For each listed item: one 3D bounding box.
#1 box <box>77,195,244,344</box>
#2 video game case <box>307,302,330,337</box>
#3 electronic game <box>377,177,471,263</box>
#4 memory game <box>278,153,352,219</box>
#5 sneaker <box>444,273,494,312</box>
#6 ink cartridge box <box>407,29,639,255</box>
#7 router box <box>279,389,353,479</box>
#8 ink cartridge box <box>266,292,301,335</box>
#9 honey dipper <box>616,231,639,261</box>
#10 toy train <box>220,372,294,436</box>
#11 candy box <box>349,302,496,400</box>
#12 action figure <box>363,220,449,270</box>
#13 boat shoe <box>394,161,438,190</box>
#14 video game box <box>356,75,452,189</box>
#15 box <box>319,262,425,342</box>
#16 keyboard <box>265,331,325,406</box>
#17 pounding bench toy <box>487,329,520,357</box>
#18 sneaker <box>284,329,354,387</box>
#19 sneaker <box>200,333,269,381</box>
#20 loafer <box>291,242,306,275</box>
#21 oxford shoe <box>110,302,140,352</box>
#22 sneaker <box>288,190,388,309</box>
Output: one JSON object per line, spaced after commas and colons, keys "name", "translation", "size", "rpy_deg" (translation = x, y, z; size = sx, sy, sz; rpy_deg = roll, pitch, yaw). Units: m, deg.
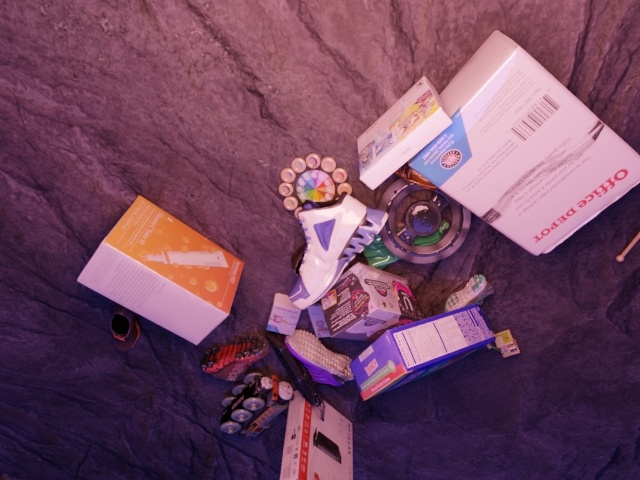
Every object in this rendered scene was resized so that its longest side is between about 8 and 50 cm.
{"name": "box", "translation": [-0.407, 0.082, 1.156], "size": [0.345, 0.215, 0.168], "rpy_deg": [36, 121, -21]}
{"name": "video game case", "translation": [0.049, 0.248, 1.368], "size": [0.157, 0.019, 0.143], "rpy_deg": [-8, 125, 10]}
{"name": "electronic game", "translation": [0.252, -0.055, 1.068], "size": [0.228, 0.048, 0.230], "rpy_deg": [2, 100, 9]}
{"name": "memory game", "translation": [-0.013, -0.125, 1.079], "size": [0.185, 0.012, 0.186], "rpy_deg": [3, 116, 7]}
{"name": "sneaker", "translation": [0.435, 0.173, 1.260], "size": [0.076, 0.065, 0.166], "rpy_deg": [28, 125, -20]}
{"name": "ink cartridge box", "translation": [0.422, -0.189, 0.925], "size": [0.394, 0.166, 0.285], "rpy_deg": [31, 123, -17]}
{"name": "router box", "translation": [-0.002, 0.750, 1.550], "size": [0.082, 0.336, 0.301], "rpy_deg": [-30, 120, 24]}
{"name": "ink cartridge box", "translation": [-0.113, 0.231, 1.347], "size": [0.088, 0.052, 0.123], "rpy_deg": [14, 125, -6]}
{"name": "honey dipper", "translation": [0.819, -0.005, 1.118], "size": [0.030, 0.031, 0.161], "rpy_deg": [10, 128, -3]}
{"name": "toy train", "translation": [-0.238, 0.608, 1.595], "size": [0.190, 0.142, 0.334], "rpy_deg": [23, 124, -27]}
{"name": "candy box", "translation": [0.276, 0.310, 1.208], "size": [0.316, 0.122, 0.268], "rpy_deg": [-10, 152, -26]}
{"name": "action figure", "translation": [0.226, -0.002, 1.143], "size": [0.232, 0.064, 0.137], "rpy_deg": [-18, 122, 14]}
{"name": "boat shoe", "translation": [0.203, -0.170, 0.998], "size": [0.177, 0.060, 0.064], "rpy_deg": [30, 107, 5]}
{"name": "video game box", "translation": [0.164, -0.227, 0.903], "size": [0.048, 0.187, 0.205], "rpy_deg": [38, 121, -22]}
{"name": "box", "translation": [0.142, 0.179, 1.175], "size": [0.163, 0.142, 0.247], "rpy_deg": [-37, 145, 27]}
{"name": "keyboard", "translation": [-0.079, 0.450, 1.442], "size": [0.033, 0.201, 0.317], "rpy_deg": [-39, 127, -22]}
{"name": "pounding bench toy", "translation": [0.575, 0.334, 1.373], "size": [0.083, 0.052, 0.065], "rpy_deg": [-27, 121, 22]}
{"name": "sneaker", "translation": [-0.026, 0.415, 1.446], "size": [0.293, 0.102, 0.146], "rpy_deg": [37, 121, -21]}
{"name": "sneaker", "translation": [-0.268, 0.402, 1.458], "size": [0.275, 0.098, 0.135], "rpy_deg": [-25, 121, 23]}
{"name": "loafer", "translation": [-0.002, 0.024, 1.168], "size": [0.080, 0.078, 0.220], "rpy_deg": [30, 123, -17]}
{"name": "oxford shoe", "translation": [-0.644, 0.286, 1.397], "size": [0.096, 0.098, 0.272], "rpy_deg": [15, 126, -7]}
{"name": "sneaker", "translation": [0.001, -0.001, 1.067], "size": [0.182, 0.127, 0.316], "rpy_deg": [39, 109, -1]}
